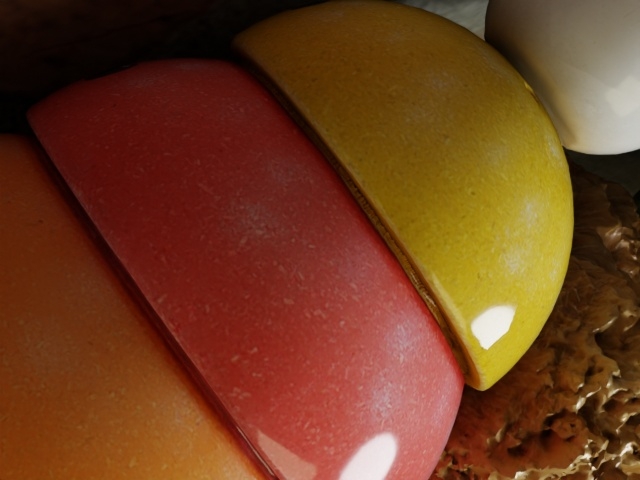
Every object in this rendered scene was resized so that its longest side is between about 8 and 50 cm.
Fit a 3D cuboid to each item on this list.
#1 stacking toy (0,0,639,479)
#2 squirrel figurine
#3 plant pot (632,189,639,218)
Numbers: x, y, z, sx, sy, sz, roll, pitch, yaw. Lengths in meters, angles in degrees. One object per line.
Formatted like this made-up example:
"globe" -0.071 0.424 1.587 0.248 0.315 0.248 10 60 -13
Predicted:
"stacking toy" 0.000 0.000 0.712 0.480 0.350 0.350 -36 160 -7
"squirrel figurine" 0.066 0.143 0.891 0.370 0.281 0.397 -52 166 -44
"plant pot" 0.386 0.075 0.965 0.367 0.353 0.366 -28 -179 1
